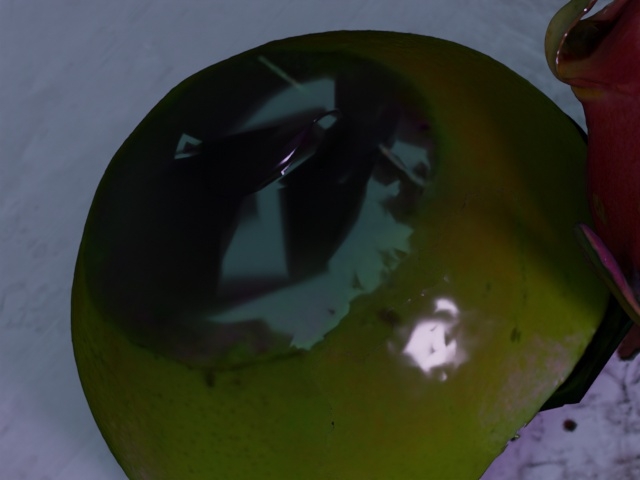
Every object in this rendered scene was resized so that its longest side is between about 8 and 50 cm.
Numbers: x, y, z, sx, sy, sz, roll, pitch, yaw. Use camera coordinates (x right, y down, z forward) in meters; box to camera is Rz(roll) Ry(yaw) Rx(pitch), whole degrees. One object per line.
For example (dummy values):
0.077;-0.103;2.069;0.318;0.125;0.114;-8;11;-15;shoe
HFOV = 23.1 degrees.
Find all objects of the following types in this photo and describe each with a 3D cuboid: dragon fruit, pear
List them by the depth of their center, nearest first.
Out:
0.273;-0.074;0.894;0.291;0.189;0.290;-19;46;21;dragon fruit
-0.004;-0.003;1.026;0.399;0.165;0.399;-8;60;14;pear
